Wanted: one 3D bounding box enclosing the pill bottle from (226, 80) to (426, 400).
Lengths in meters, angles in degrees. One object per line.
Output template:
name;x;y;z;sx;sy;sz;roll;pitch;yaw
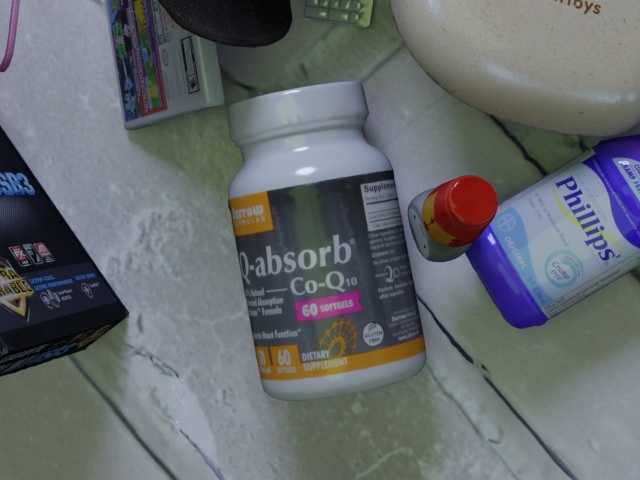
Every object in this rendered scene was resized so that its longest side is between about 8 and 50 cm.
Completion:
pill bottle;0.000;0.000;1.242;0.162;0.162;0.279;-11;91;14

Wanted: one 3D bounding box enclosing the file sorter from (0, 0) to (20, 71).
file sorter;-0.437;-0.273;1.242;0.290;0.182;0.202;4;96;-28

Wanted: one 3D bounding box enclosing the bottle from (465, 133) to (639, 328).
bottle;0.272;-0.032;1.211;0.282;0.092;0.118;-32;81;13

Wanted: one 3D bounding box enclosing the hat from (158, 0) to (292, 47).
hat;-0.069;-0.324;1.142;0.134;0.331;0.331;-21;89;23

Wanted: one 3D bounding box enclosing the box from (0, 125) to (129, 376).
box;-0.337;-0.014;1.251;0.073;0.295;0.293;-36;84;13

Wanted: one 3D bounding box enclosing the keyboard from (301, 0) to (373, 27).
keyboard;0.033;-0.339;1.288;0.072;0.014;0.256;10;95;12

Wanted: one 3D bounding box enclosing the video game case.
video game case;-0.158;-0.217;1.277;0.183;0.023;0.201;-6;94;57

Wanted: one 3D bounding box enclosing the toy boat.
toy boat;0.158;-0.135;1.172;0.267;0.148;0.318;24;78;-4
